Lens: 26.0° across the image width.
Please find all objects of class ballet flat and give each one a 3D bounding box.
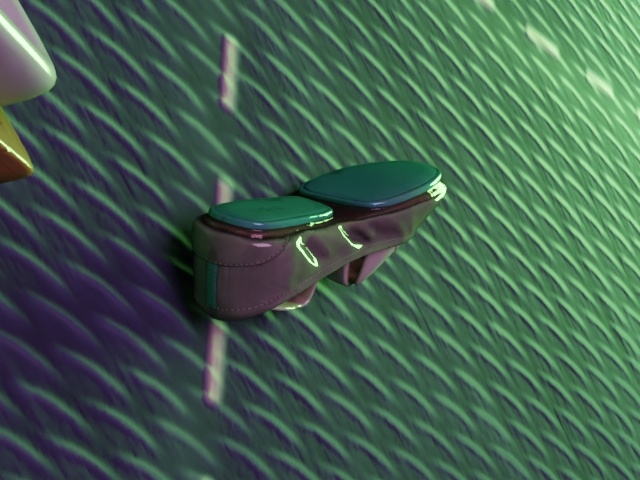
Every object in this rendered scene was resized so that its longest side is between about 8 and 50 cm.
[{"bbox_3d":[0.000,0.000,0.806,0.213,0.072,0.068,-18,119,-52],"label":"ballet flat"}]

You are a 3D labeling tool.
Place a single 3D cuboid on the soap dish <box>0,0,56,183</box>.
[{"bbox_3d":[-0.214,-0.139,0.406,0.229,0.118,0.291,57,2,22],"label":"soap dish"}]
